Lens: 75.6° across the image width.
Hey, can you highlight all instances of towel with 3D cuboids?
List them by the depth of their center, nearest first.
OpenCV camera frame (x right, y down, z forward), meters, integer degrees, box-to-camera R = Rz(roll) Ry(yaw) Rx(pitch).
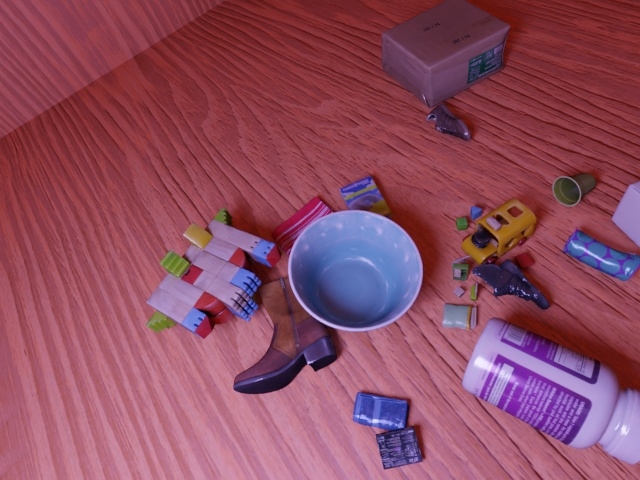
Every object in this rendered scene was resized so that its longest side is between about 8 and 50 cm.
[{"bbox_3d":[0.133,0.379,0.910,0.119,0.029,0.067,5,59,19],"label":"towel"},{"bbox_3d":[0.000,0.000,1.207,0.198,0.031,0.275,-39,55,-11],"label":"towel"}]

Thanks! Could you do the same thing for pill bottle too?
[{"bbox_3d":[0.449,0.285,0.798,0.301,0.169,0.169,24,66,29],"label":"pill bottle"}]

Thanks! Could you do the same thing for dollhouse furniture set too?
[{"bbox_3d":[0.340,0.136,0.998,0.076,0.059,0.152,4,58,19],"label":"dollhouse furniture set"}]

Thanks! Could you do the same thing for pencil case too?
[{"bbox_3d":[0.661,0.032,0.973,0.151,0.064,0.070,34,87,31],"label":"pencil case"}]

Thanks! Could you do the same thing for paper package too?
[{"bbox_3d":[0.429,-0.665,1.451,0.324,0.168,0.310,-29,55,-5],"label":"paper package"}]

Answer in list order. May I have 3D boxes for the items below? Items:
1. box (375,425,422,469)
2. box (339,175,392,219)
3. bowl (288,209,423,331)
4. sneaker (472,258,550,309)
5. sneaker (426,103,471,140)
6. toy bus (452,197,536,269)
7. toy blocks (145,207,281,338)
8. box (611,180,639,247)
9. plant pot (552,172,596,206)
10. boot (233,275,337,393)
[{"bbox_3d":[0.163,0.431,0.858,0.083,0.018,0.067,-16,76,5],"label":"box"},{"bbox_3d":[0.132,-0.119,1.242,0.108,0.042,0.178,-23,54,0],"label":"box"},{"bbox_3d":[0.080,0.097,1.014,0.311,0.163,0.312,0,59,0],"label":"bowl"},{"bbox_3d":[0.452,0.113,0.987,0.089,0.051,0.170,-39,67,11],"label":"sneaker"},{"bbox_3d":[0.412,-0.365,1.327,0.071,0.066,0.188,-35,47,12],"label":"sneaker"},{"bbox_3d":[0.441,-0.020,1.047,0.190,0.104,0.202,5,58,19],"label":"toy bus"},{"bbox_3d":[-0.264,0.114,1.096,0.260,0.191,0.381,20,64,30],"label":"toy blocks"},{"bbox_3d":[0.878,-0.107,0.957,0.311,0.148,0.121,-22,52,-1],"label":"box"},{"bbox_3d":[0.676,-0.143,1.086,0.079,0.083,0.083,-23,53,-14],"label":"plant pot"},{"bbox_3d":[-0.122,0.221,1.052,0.264,0.096,0.281,-27,52,0],"label":"boot"}]
